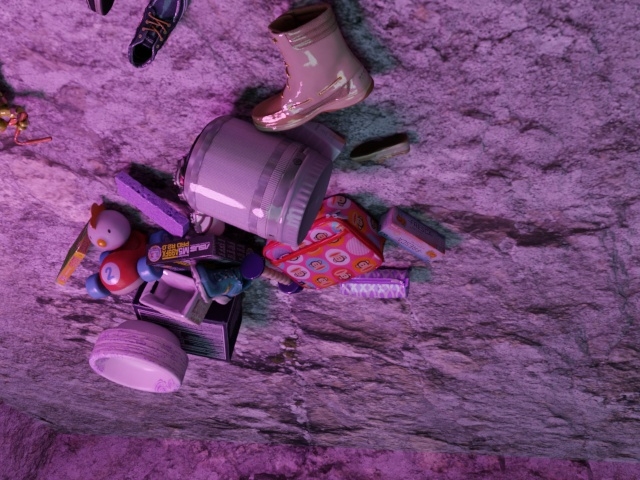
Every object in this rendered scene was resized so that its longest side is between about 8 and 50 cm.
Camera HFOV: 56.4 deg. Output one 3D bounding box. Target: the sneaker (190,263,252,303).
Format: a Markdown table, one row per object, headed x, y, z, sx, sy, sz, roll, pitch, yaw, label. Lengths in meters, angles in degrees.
| x | y | z | sx | sy | sz | roll | pitch | yaw | label |
| --- | --- | --- | --- | --- | --- | --- | --- | --- | --- |
| -0.268 | 0.103 | 1.610 | 0.110 | 0.107 | 0.275 | -25 | 168 | 8 | sneaker |

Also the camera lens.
| x | y | z | sx | sy | sz | roll | pitch | yaw | label |
| --- | --- | --- | --- | --- | --- | --- | --- | --- | --- |
| -0.137 | -0.129 | 1.278 | 0.274 | 0.219 | 0.219 | 22 | 145 | 7 | camera lens |

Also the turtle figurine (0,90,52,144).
| x | y | z | sx | sy | sz | roll | pitch | yaw | label |
| --- | --- | --- | --- | --- | --- | --- | --- | --- | --- |
| -0.727 | -0.315 | 1.315 | 0.270 | 0.087 | 0.217 | 13 | 138 | 10 | turtle figurine |

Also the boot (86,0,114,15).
| x | y | z | sx | sy | sz | roll | pitch | yaw | label |
| --- | --- | --- | --- | --- | --- | --- | --- | --- | --- |
| -0.437 | -0.504 | 0.987 | 0.179 | 0.085 | 0.236 | 12 | 138 | 1 | boot |

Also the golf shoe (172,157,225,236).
| x | y | z | sx | sy | sz | roll | pitch | yaw | label |
| --- | --- | --- | --- | --- | --- | --- | --- | --- | --- |
| -0.273 | -0.096 | 1.500 | 0.120 | 0.105 | 0.272 | -6 | 144 | 6 | golf shoe |

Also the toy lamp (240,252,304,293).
| x | y | z | sx | sy | sz | roll | pitch | yaw | label |
| --- | --- | --- | --- | --- | --- | --- | --- | --- | --- |
| -0.124 | 0.103 | 1.697 | 0.080 | 0.080 | 0.275 | -9 | 163 | 25 | toy lamp |

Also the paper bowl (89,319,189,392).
| x | y | z | sx | sy | sz | roll | pitch | yaw | label |
| --- | --- | --- | --- | --- | --- | --- | --- | --- | --- |
| -0.545 | 0.348 | 1.832 | 0.284 | 0.148 | 0.284 | 9 | 145 | 6 | paper bowl |

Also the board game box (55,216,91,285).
| x | y | z | sx | sy | sz | roll | pitch | yaw | label |
| --- | --- | --- | --- | --- | --- | --- | --- | --- | --- |
| -0.715 | 0.029 | 1.757 | 0.039 | 0.124 | 0.259 | 25 | 142 | -22 | board game box |

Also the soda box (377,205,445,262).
| x | y | z | sx | sy | sz | roll | pitch | yaw | label |
| --- | --- | --- | --- | --- | --- | --- | --- | --- | --- |
| 0.235 | -0.013 | 1.525 | 0.183 | 0.058 | 0.063 | 30 | 140 | -24 | soda box |

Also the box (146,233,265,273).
| x | y | z | sx | sy | sz | roll | pitch | yaw | label |
| --- | --- | --- | --- | --- | --- | --- | --- | --- | --- |
| -0.310 | 0.048 | 1.646 | 0.216 | 0.060 | 0.270 | -7 | 167 | 23 | box |

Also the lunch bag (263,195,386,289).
| x | y | z | sx | sy | sz | roll | pitch | yaw | label |
| --- | --- | --- | --- | --- | --- | --- | --- | --- | --- |
| 0.000 | 0.000 | 1.559 | 0.293 | 0.120 | 0.258 | -24 | 128 | 37 | lunch bag |

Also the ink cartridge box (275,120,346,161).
| x | y | z | sx | sy | sz | roll | pitch | yaw | label |
| --- | --- | --- | --- | --- | --- | --- | --- | --- | --- |
| -0.051 | -0.221 | 1.337 | 0.179 | 0.045 | 0.145 | 38 | 140 | -7 | ink cartridge box |

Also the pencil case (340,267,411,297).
| x | y | z | sx | sy | sz | roll | pitch | yaw | label |
| --- | --- | --- | --- | --- | --- | --- | --- | --- | --- |
| 0.157 | 0.122 | 1.703 | 0.206 | 0.086 | 0.088 | -1 | 177 | 13 | pencil case |

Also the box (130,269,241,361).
| x | y | z | sx | sy | sz | roll | pitch | yaw | label |
| --- | --- | --- | --- | --- | --- | --- | --- | --- | --- |
| -0.413 | 0.227 | 1.906 | 0.297 | 0.182 | 0.294 | 12 | 144 | 1 | box |

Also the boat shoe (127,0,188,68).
| x | y | z | sx | sy | sz | roll | pitch | yaw | label |
| --- | --- | --- | --- | --- | --- | --- | --- | --- | --- |
| -0.300 | -0.396 | 1.100 | 0.065 | 0.083 | 0.183 | 25 | 142 | -21 | boat shoe |

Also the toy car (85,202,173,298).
| x | y | z | sx | sy | sz | roll | pitch | yaw | label |
| --- | --- | --- | --- | --- | --- | --- | --- | --- | --- |
| -0.573 | 0.008 | 1.647 | 0.219 | 0.210 | 0.238 | -18 | 124 | 19 | toy car |

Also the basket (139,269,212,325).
| x | y | z | sx | sy | sz | roll | pitch | yaw | label |
| --- | --- | --- | --- | --- | --- | --- | --- | --- | --- |
| -0.400 | 0.163 | 1.678 | 0.167 | 0.113 | 0.103 | 15 | 158 | 25 | basket |

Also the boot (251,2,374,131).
| x | y | z | sx | sy | sz | roll | pitch | yaw | label |
| --- | --- | --- | --- | --- | --- | --- | --- | --- | --- |
| -0.055 | -0.322 | 1.133 | 0.262 | 0.095 | 0.203 | -13 | 139 | 26 | boot |

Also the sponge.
| x | y | z | sx | sy | sz | roll | pitch | yaw | label |
| --- | --- | --- | --- | --- | --- | --- | --- | --- | --- |
| -0.428 | -0.086 | 1.523 | 0.210 | 0.031 | 0.117 | 37 | 157 | -1 | sponge |

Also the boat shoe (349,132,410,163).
| x | y | z | sx | sy | sz | roll | pitch | yaw | label |
| --- | --- | --- | --- | --- | --- | --- | --- | --- | --- |
| 0.131 | -0.193 | 1.307 | 0.135 | 0.050 | 0.045 | -10 | 134 | 26 | boat shoe |
